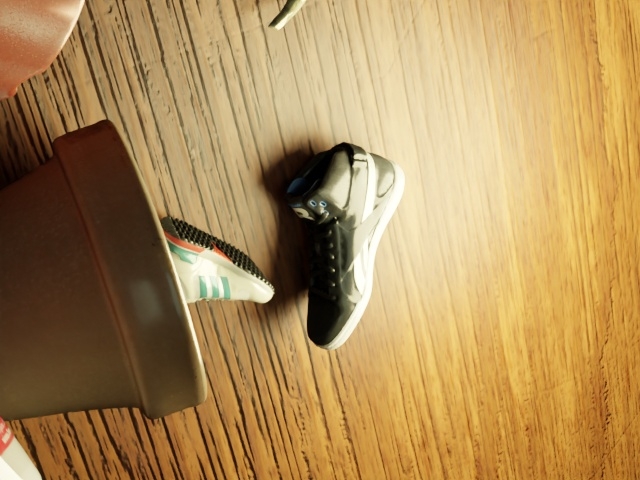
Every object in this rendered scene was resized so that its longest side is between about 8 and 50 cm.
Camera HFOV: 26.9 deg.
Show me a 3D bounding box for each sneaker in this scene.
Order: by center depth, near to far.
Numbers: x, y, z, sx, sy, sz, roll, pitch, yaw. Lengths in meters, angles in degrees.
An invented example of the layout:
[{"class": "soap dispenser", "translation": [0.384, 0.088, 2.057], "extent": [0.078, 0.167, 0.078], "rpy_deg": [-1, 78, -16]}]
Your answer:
[{"class": "sneaker", "translation": [-0.120, 0.037, 1.351], "extent": [0.161, 0.057, 0.075], "rpy_deg": [30, 105, -43]}, {"class": "sneaker", "translation": [0.000, 0.000, 1.415], "extent": [0.121, 0.079, 0.216], "rpy_deg": [21, 85, -38]}]

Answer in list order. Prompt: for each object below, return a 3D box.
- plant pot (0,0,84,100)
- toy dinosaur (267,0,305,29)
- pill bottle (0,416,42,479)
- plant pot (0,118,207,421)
[{"class": "plant pot", "translation": [-0.325, -0.227, 0.956], "extent": [0.265, 0.272, 0.272], "rpy_deg": [16, 97, -50]}, {"class": "toy dinosaur", "translation": [0.042, -0.319, 1.325], "extent": [0.118, 0.064, 0.268], "rpy_deg": [18, 97, -27]}, {"class": "pill bottle", "translation": [-0.400, 0.084, 0.946], "extent": [0.229, 0.229, 0.407], "rpy_deg": [-37, 98, -22]}, {"class": "plant pot", "translation": [-0.245, 0.051, 1.146], "extent": [0.229, 0.263, 0.263], "rpy_deg": [-18, 119, -12]}]
